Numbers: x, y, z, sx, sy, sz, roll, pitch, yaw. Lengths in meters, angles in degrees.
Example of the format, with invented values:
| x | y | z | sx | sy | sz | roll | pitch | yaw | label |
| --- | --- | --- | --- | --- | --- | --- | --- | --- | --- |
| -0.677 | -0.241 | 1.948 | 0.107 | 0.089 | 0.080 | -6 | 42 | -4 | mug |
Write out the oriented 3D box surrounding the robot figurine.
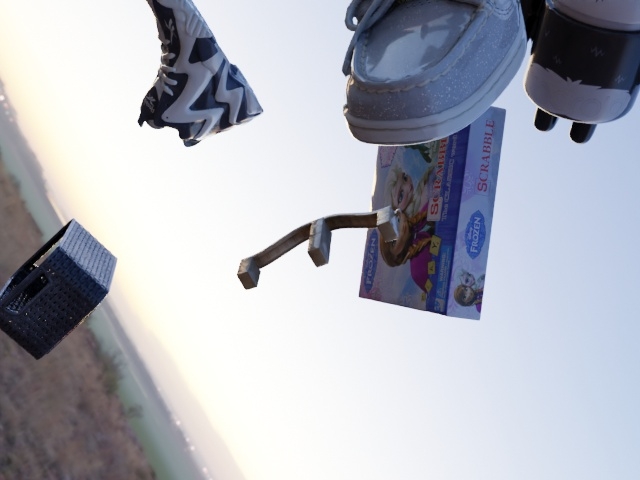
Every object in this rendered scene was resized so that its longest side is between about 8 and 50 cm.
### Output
| x | y | z | sx | sy | sz | roll | pitch | yaw | label |
| --- | --- | --- | --- | --- | --- | --- | --- | --- | --- |
| 0.396 | -0.283 | 1.087 | 0.173 | 0.209 | 0.278 | -106 | -164 | -47 | robot figurine |

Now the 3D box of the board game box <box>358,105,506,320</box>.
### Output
| x | y | z | sx | sy | sz | roll | pitch | yaw | label |
| --- | --- | --- | --- | --- | --- | --- | --- | --- | --- |
| 0.171 | -0.044 | 1.234 | 0.318 | 0.066 | 0.318 | 180 | -82 | -69 | board game box |

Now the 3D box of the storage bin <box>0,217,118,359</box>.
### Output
| x | y | z | sx | sy | sz | roll | pitch | yaw | label |
| --- | --- | --- | --- | --- | --- | --- | --- | --- | --- |
| -0.335 | 0.057 | 0.952 | 0.084 | 0.122 | 0.180 | 46 | 3 | -17 | storage bin |

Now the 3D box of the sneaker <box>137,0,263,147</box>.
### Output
| x | y | z | sx | sy | sz | roll | pitch | yaw | label |
| --- | --- | --- | --- | --- | --- | --- | --- | --- | --- |
| -0.195 | -0.216 | 0.968 | 0.235 | 0.153 | 0.094 | 52 | 6 | -45 | sneaker |

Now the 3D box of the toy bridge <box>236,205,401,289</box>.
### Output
| x | y | z | sx | sy | sz | roll | pitch | yaw | label |
| --- | --- | --- | --- | --- | --- | --- | --- | --- | --- |
| 0.000 | 0.000 | 0.806 | 0.026 | 0.188 | 0.063 | 59 | 21 | -29 | toy bridge |

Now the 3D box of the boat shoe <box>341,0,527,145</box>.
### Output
| x | y | z | sx | sy | sz | roll | pitch | yaw | label |
| --- | --- | --- | --- | --- | --- | --- | --- | --- | --- |
| 0.086 | -0.193 | 0.509 | 0.118 | 0.320 | 0.103 | 4 | -38 | 34 | boat shoe |
